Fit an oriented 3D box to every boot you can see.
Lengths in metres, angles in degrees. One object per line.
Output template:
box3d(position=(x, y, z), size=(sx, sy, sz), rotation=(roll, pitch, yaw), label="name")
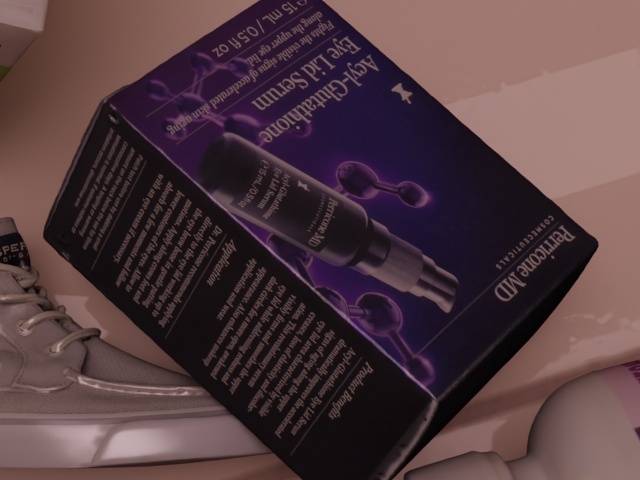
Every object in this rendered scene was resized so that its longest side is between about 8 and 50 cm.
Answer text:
box3d(position=(-0.148, 0.049, 0.943), size=(0.258, 0.095, 0.123), rotation=(0, 83, 1), label="boot")

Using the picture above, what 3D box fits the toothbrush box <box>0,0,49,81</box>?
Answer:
box3d(position=(-0.194, -0.169, 0.891), size=(0.122, 0.283, 0.206), rotation=(13, 77, -19), label="toothbrush box")

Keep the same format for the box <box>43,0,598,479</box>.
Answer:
box3d(position=(0.000, 0.000, 0.919), size=(0.207, 0.108, 0.153), rotation=(41, 46, 9), label="box")

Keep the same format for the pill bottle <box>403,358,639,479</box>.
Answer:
box3d(position=(0.198, 0.126, 0.887), size=(0.302, 0.169, 0.169), rotation=(-15, 77, -4), label="pill bottle")
